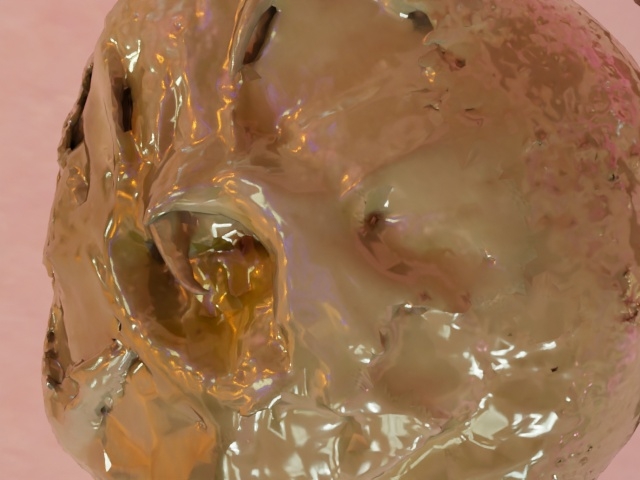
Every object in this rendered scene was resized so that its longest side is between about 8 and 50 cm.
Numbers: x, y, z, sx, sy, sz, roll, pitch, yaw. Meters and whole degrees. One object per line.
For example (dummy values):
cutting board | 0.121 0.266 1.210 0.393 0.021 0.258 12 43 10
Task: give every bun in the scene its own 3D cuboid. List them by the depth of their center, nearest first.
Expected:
bun | 0.000 0.000 0.581 0.239 0.141 0.239 3 95 31

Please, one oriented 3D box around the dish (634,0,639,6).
dish | 0.282 -0.203 1.378 0.078 0.141 0.141 -24 84 21
